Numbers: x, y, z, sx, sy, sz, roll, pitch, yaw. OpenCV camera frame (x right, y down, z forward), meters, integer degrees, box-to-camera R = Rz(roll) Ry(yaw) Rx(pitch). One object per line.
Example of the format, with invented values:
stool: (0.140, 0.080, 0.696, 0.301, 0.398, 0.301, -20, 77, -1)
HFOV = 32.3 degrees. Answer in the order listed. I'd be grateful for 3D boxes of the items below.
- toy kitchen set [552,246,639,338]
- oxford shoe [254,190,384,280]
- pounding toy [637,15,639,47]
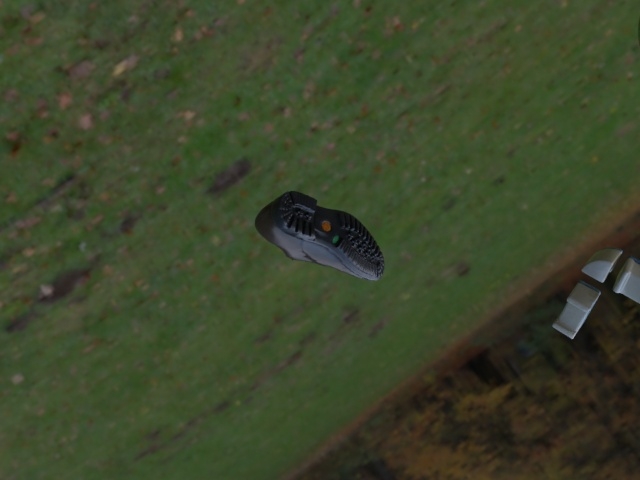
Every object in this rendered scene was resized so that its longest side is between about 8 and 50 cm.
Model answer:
toy kitchen set: (0.521, 0.115, 1.834, 0.122, 0.207, 0.166, -34, 151, -55)
oxford shoe: (0.000, 0.000, 1.629, 0.227, 0.083, 0.096, 31, 144, -30)
pounding toy: (0.517, -0.327, 1.530, 0.110, 0.183, 0.237, -7, 113, -50)
